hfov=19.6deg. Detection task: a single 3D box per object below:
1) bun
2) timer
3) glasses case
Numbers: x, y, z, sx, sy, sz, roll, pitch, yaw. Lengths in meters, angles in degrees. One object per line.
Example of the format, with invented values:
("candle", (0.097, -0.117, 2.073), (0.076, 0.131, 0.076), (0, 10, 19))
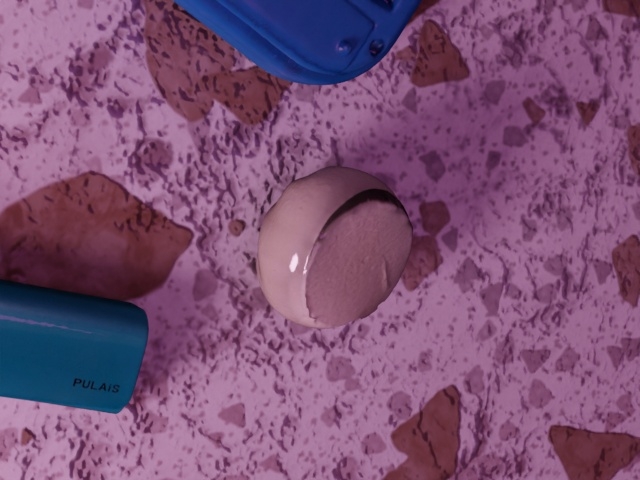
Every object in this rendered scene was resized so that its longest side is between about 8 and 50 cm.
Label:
("bun", (0.000, 0.000, 1.915), (0.173, 0.120, 0.173), (-29, 135, -33))
("timer", (-0.021, -0.339, 1.848), (0.340, 0.115, 0.309), (36, 80, -27))
("glasses case", (-0.321, 0.096, 1.805), (0.301, 0.070, 0.117), (11, 95, -29))
